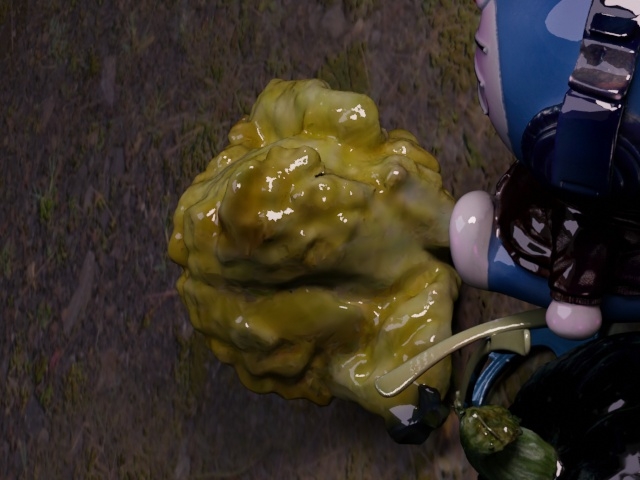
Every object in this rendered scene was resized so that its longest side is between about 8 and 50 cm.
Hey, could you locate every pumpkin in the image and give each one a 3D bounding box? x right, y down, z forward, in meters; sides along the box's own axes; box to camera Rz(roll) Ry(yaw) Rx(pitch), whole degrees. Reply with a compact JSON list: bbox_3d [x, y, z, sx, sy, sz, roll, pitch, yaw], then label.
[{"bbox_3d":[0.183,0.164,1.251,0.248,0.248,0.248,-34,43,40],"label":"pumpkin"}]

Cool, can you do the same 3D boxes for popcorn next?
[{"bbox_3d":[0.002,-0.005,1.627,0.293,0.293,0.237,-39,10,35],"label":"popcorn"}]

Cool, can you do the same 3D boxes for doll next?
[{"bbox_3d":[0.217,-0.101,1.299,0.240,0.310,0.284,14,38,21],"label":"doll"}]

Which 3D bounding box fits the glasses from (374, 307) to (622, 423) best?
[{"bbox_3d":[0.155,0.104,1.430,0.239,0.207,0.102,-33,80,43],"label":"glasses"}]
